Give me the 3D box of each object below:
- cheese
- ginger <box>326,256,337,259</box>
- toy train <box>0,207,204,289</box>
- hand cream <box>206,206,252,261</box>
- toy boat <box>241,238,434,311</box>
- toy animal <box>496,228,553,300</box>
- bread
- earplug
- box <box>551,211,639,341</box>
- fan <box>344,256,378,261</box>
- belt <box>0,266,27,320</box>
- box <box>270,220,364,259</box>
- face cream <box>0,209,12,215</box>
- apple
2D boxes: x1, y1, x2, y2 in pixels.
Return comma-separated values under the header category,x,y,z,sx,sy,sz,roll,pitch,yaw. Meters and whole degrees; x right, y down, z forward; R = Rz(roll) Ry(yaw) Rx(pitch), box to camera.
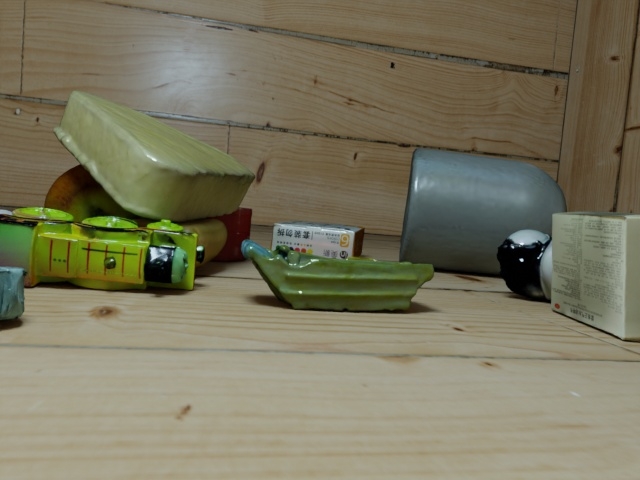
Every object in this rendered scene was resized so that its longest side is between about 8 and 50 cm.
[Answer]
category,x,y,z,sx,sy,sz,roll,pitch,yaw
cheese,-0.331,-0.165,1.050,0.383,0.104,0.384,26,12,-6
ginger,-0.008,0.052,1.101,0.137,0.044,0.057,5,21,24
toy train,-0.319,0.017,0.805,0.296,0.101,0.160,6,11,-8
hand cream,-0.253,-0.023,1.281,0.193,0.125,0.193,4,3,0
toy boat,0.021,0.056,0.806,0.276,0.084,0.111,7,0,-17
toy animal,0.435,0.045,1.044,0.179,0.138,0.166,2,17,38
bread,-0.257,0.006,1.006,0.147,0.098,0.217,12,7,11
earplug,0.413,-0.067,1.439,0.393,0.313,0.312,6,4,6
box,0.429,0.043,0.824,0.095,0.168,0.212,1,4,-3
fan,0.083,0.058,1.130,0.082,0.039,0.155,5,4,3
belt,-0.356,0.050,0.547,0.140,0.058,0.105,2,-3,11
box,0.000,0.000,1.522,0.220,0.091,0.274,6,4,7
face cream,-0.582,-0.012,0.951,0.311,0.092,0.092,7,4,18
apple,-0.433,-0.057,1.096,0.195,0.196,0.196,5,4,0
